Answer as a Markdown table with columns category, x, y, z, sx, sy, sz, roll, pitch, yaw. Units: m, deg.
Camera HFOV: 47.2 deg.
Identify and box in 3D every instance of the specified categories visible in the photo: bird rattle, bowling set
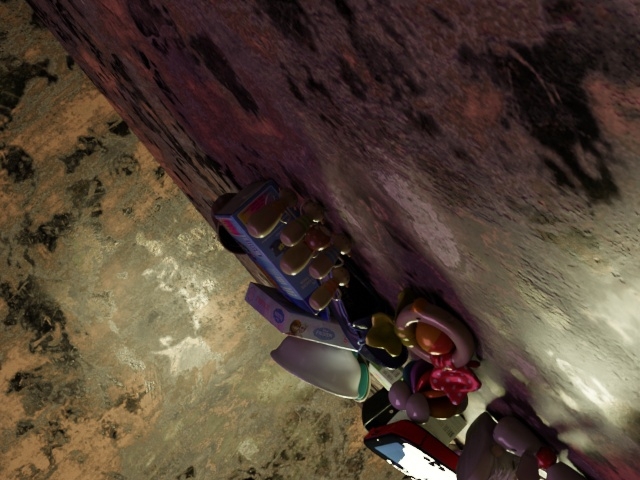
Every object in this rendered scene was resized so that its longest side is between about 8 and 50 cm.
| category | x | y | z | sx | sy | sz | roll | pitch | yaw |
| --- | --- | --- | --- | --- | --- | --- | --- | --- | --- |
| bird rattle | 0.221 | 0.208 | 1.453 | 0.253 | 0.143 | 0.207 | 43 | 152 | 10 |
| bowling set | 0.000 | 0.000 | 1.601 | 0.287 | 0.154 | 0.199 | 52 | 146 | -11 |

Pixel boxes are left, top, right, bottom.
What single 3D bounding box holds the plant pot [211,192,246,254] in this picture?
| category | x | y | z | sx | sy | sz | roll | pitch | yaw |
| --- | --- | --- | --- | --- | --- | --- | --- | --- | --- |
| plant pot | -0.253 | -0.064 | 2.217 | 0.167 | 0.167 | 0.165 | 55 | 174 | -31 |

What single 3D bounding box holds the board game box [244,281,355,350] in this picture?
| category | x | y | z | sx | sy | sz | roll | pitch | yaw |
| --- | --- | --- | --- | --- | --- | --- | --- | --- | --- |
| board game box | -0.025 | 0.227 | 2.155 | 0.318 | 0.066 | 0.318 | 17 | -175 | -27 |

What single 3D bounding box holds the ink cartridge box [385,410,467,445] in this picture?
| category | x | y | z | sx | sy | sz | roll | pitch | yaw |
| --- | --- | --- | --- | --- | --- | --- | --- | --- | --- |
| ink cartridge box | 0.297 | 0.528 | 2.088 | 0.128 | 0.176 | 0.127 | 50 | 168 | -9 |

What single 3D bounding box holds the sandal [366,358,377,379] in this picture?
| category | x | y | z | sx | sy | sz | roll | pitch | yaw |
| --- | --- | --- | --- | --- | --- | --- | --- | --- | --- |
| sandal | 0.168 | 0.446 | 2.580 | 0.090 | 0.060 | 0.219 | 35 | 163 | 46 |

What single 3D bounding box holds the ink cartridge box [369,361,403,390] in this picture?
| category | x | y | z | sx | sy | sz | roll | pitch | yaw |
| --- | --- | --- | --- | --- | --- | --- | --- | --- | --- |
| ink cartridge box | 0.214 | 0.428 | 2.345 | 0.109 | 0.062 | 0.209 | 44 | 168 | 16 |

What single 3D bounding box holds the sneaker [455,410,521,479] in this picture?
| category | x | y | z | sx | sy | sz | roll | pitch | yaw |
| --- | --- | --- | --- | --- | --- | --- | --- | --- | --- |
| sneaker | 0.403 | 0.509 | 1.646 | 0.169 | 0.108 | 0.292 | 43 | -158 | 6 |

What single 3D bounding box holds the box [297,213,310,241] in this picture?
| category | x | y | z | sx | sy | sz | roll | pitch | yaw |
| --- | --- | --- | --- | --- | --- | --- | --- | --- | --- |
| box | -0.041 | -0.005 | 1.743 | 0.081 | 0.028 | 0.136 | 49 | -153 | -7 |

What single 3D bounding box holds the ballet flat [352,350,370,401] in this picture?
| category | x | y | z | sx | sy | sz | roll | pitch | yaw |
| --- | --- | --- | --- | --- | --- | --- | --- | --- | --- |
| ballet flat | 0.123 | 0.404 | 2.358 | 0.086 | 0.086 | 0.249 | 67 | -170 | -59 |

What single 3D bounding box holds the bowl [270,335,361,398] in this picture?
| category | x | y | z | sx | sy | sz | roll | pitch | yaw |
| --- | --- | --- | --- | --- | --- | --- | --- | --- | --- |
| bowl | 0.008 | 0.349 | 2.214 | 0.297 | 0.134 | 0.298 | 25 | -178 | -1 |

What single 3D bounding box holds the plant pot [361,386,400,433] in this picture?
| category | x | y | z | sx | sy | sz | roll | pitch | yaw |
| --- | --- | --- | --- | --- | --- | --- | --- | --- | --- |
| plant pot | 0.251 | 0.617 | 2.578 | 0.187 | 0.188 | 0.167 | 52 | 179 | -19 |

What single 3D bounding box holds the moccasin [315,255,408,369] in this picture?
| category | x | y | z | sx | sy | sz | roll | pitch | yaw |
| --- | --- | --- | --- | --- | --- | --- | --- | --- | --- |
| moccasin | 0.099 | 0.184 | 1.782 | 0.342 | 0.137 | 0.117 | 49 | 164 | -10 |

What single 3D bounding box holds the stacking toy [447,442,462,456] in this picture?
| category | x | y | z | sx | sy | sz | roll | pitch | yaw |
| --- | --- | --- | --- | --- | --- | --- | --- | --- | --- |
| stacking toy | 0.508 | 0.795 | 2.347 | 0.330 | 0.141 | 0.141 | 30 | 159 | 45 |

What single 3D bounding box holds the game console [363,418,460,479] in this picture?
| category | x | y | z | sx | sy | sz | roll | pitch | yaw |
| --- | --- | --- | --- | --- | --- | --- | --- | --- | --- |
| game console | 0.286 | 0.584 | 1.856 | 0.342 | 0.060 | 0.386 | 38 | 160 | 3 |

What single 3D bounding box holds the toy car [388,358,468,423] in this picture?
| category | x | y | z | sx | sy | sz | roll | pitch | yaw |
| --- | --- | --- | --- | --- | --- | --- | --- | --- | --- |
| toy car | 0.263 | 0.355 | 1.788 | 0.182 | 0.159 | 0.136 | 26 | 120 | 60 |

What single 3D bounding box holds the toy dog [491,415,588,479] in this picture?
| category | x | y | z | sx | sy | sz | roll | pitch | yaw |
| --- | --- | --- | --- | --- | --- | --- | --- | --- | --- |
| toy dog | 0.469 | 0.527 | 1.490 | 0.333 | 0.161 | 0.220 | 33 | 162 | 51 |

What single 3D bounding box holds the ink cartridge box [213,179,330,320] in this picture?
| category | x | y | z | sx | sy | sz | roll | pitch | yaw |
| --- | --- | --- | --- | --- | --- | --- | --- | --- | --- |
| ink cartridge box | -0.084 | 0.036 | 1.936 | 0.395 | 0.151 | 0.270 | 49 | 169 | -13 |
